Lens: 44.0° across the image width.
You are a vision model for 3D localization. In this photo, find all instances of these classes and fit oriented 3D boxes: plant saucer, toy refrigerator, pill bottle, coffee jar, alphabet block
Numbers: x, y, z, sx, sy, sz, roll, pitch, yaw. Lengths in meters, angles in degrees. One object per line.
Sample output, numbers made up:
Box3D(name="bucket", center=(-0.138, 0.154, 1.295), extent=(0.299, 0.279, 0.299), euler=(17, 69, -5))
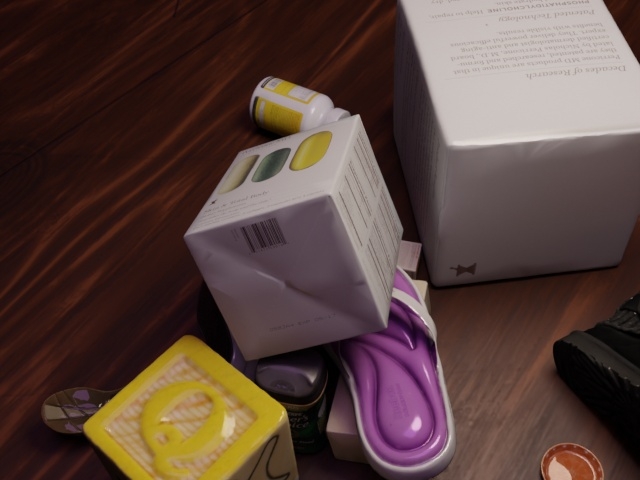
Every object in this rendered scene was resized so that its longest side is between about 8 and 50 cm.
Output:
Box3D(name="plant saucer", center=(0.345, 0.320, 1.090), extent=(0.083, 0.013, 0.084), euler=(-1, 49, 2))
Box3D(name="toy refrigerator", center=(0.092, 0.189, 1.169), extent=(0.102, 0.094, 0.270), euler=(3, 49, 16))
Box3D(name="pill bottle", center=(-0.038, -0.243, 1.533), extent=(0.184, 0.103, 0.103), euler=(24, 55, 22))
Box3D(name="coffee jar", center=(-0.036, 0.217, 1.089), extent=(0.096, 0.184, 0.079), euler=(11, 51, 13))
Box3D(name="alphabet block", center=(-0.160, 0.280, 1.036), extent=(0.193, 0.197, 0.192), euler=(31, 58, 27))

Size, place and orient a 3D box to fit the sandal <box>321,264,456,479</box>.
Box3D(name="sandal", center=(0.084, 0.128, 1.089), extent=(0.169, 0.102, 0.416), euler=(-18, 45, -6))

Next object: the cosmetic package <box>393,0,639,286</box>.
Box3D(name="cosmetic package", center=(0.312, -0.185, 1.315), extent=(0.327, 0.330, 0.394), euler=(-6, 50, -2))

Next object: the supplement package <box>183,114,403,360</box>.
Box3D(name="supplement package", center=(-0.021, -0.011, 1.065), extent=(0.199, 0.198, 0.263), euler=(-15, 25, 18))

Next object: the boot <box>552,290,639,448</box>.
Box3D(name="boot", center=(0.527, 0.178, 1.092), extent=(0.260, 0.131, 0.348), euler=(-25, 40, -16))

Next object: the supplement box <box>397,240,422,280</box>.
Box3D(name="supplement box", center=(0.118, 0.031, 1.334), extent=(0.098, 0.036, 0.062), euler=(10, 51, 12))

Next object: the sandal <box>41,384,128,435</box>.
Box3D(name="sandal", center=(-0.317, 0.252, 1.172), extent=(0.180, 0.049, 0.072), euler=(-7, 54, -21))

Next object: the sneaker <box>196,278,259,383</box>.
Box3D(name="sneaker", center=(-0.119, 0.127, 1.250), extent=(0.123, 0.106, 0.290), euler=(20, 32, -27))
